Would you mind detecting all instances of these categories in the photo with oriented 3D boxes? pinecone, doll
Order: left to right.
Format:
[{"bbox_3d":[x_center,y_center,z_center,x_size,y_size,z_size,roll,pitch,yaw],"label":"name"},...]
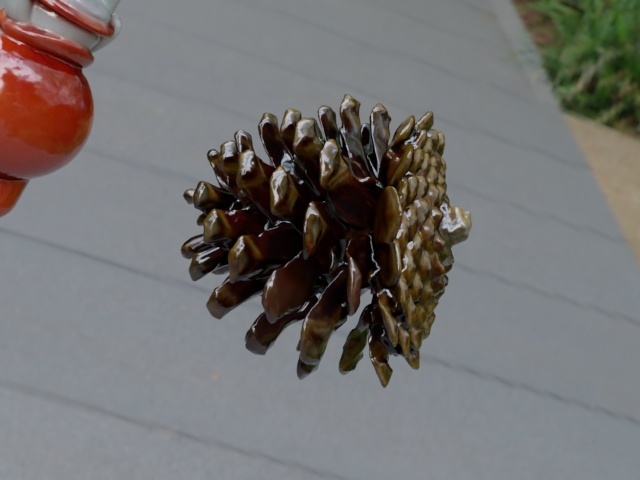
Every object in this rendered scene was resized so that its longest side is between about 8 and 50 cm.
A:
[{"bbox_3d":[-0.267,-0.117,1.263,0.130,0.290,0.161,35,7,28],"label":"doll"},{"bbox_3d":[0.001,-0.003,1.288,0.264,0.264,0.264,18,23,-8],"label":"pinecone"}]
